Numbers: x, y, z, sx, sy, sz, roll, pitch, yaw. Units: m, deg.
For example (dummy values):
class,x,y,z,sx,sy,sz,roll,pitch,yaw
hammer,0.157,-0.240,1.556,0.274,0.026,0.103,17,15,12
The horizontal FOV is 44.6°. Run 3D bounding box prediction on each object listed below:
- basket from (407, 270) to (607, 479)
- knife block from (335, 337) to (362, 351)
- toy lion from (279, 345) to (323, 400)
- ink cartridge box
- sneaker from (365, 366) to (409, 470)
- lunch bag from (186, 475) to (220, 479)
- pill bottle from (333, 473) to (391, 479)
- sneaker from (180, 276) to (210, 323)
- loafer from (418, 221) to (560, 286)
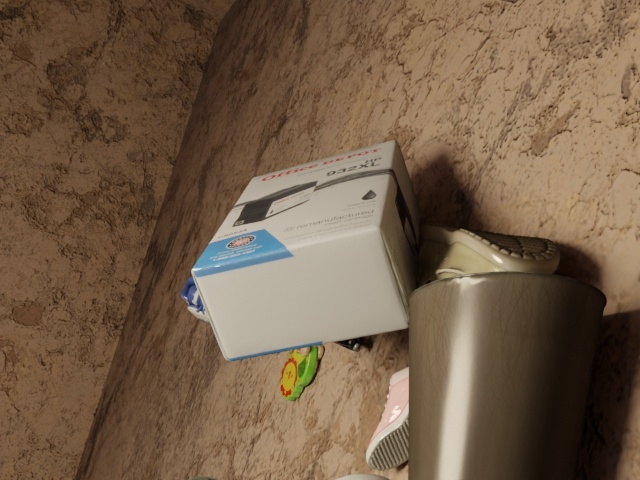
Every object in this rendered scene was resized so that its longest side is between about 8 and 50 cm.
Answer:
class,x,y,z,sx,sy,sz,roll,pitch,yaw
basket,0.155,0.162,0.697,0.204,0.154,0.226,-23,52,53
knife block,-0.054,0.078,1.149,0.242,0.276,0.088,49,-117,-81
toy lion,-0.037,0.210,1.252,0.100,0.034,0.096,-8,69,65
ink cartridge box,0.000,0.000,0.977,0.223,0.129,0.307,-13,22,15
sneaker,0.096,0.204,0.920,0.134,0.051,0.070,-57,22,16
lunch bag,-0.160,0.480,0.947,0.256,0.213,0.305,-64,-4,21
pill bottle,0.056,0.346,0.779,0.117,0.118,0.208,-59,24,20
sneaker,-0.207,0.143,1.575,0.296,0.131,0.111,11,78,67
loafer,0.174,0.034,0.845,0.268,0.102,0.091,-148,65,-82
